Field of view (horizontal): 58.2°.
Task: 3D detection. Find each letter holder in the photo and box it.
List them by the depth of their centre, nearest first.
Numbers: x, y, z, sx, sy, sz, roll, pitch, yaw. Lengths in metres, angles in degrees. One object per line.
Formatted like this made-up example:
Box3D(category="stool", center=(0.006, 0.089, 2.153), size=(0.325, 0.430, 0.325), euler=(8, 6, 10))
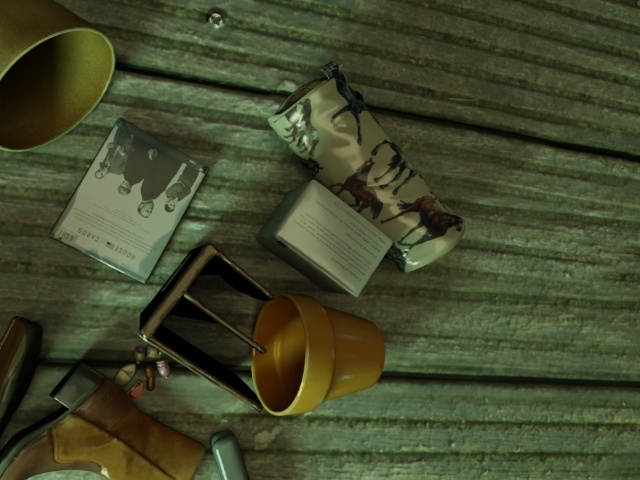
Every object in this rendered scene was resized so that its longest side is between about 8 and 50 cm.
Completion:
Box3D(category="letter holder", center=(-0.154, 0.132, 0.913), size=(0.214, 0.302, 0.152), euler=(38, 77, -12))

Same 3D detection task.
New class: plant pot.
Box3D(category="plant pot", center=(-0.499, -0.310, 0.889), size=(0.254, 0.237, 0.237), euler=(42, 77, 3))
Box3D(category="plant pot", center=(0.004, 0.201, 1.024), size=(0.187, 0.205, 0.205), euler=(8, 85, -31))

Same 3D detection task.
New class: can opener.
Box3D(category="can opener", center=(-0.156, 0.486, 1.014), size=(0.095, 0.076, 0.284), euler=(-18, 91, -17))

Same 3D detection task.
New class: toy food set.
Box3D(category="toy food set", center=(-0.307, 0.230, 1.010), size=(0.078, 0.019, 0.122), euler=(37, 78, -12))

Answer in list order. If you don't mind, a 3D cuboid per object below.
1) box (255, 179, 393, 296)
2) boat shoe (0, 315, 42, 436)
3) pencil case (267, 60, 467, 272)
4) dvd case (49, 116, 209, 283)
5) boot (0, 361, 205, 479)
Box3D(category="box", center=(0.000, 0.000, 1.028), size=(0.182, 0.181, 0.119), euler=(37, 79, -12))
Box3D(category="boat shoe", center=(-0.546, 0.269, 0.887), size=(0.119, 0.122, 0.324), euler=(24, 80, -11))
Box3D(category="pencil case", center=(0.097, -0.128, 1.075), size=(0.183, 0.160, 0.410), euler=(-43, 99, -11))
Box3D(category="dvd case", center=(-0.331, -0.070, 1.013), size=(0.179, 0.029, 0.239), euler=(29, 80, -13))
Box3D(category="boot", center=(-0.370, 0.383, 0.949), size=(0.280, 0.096, 0.264), euler=(44, 60, -17))
